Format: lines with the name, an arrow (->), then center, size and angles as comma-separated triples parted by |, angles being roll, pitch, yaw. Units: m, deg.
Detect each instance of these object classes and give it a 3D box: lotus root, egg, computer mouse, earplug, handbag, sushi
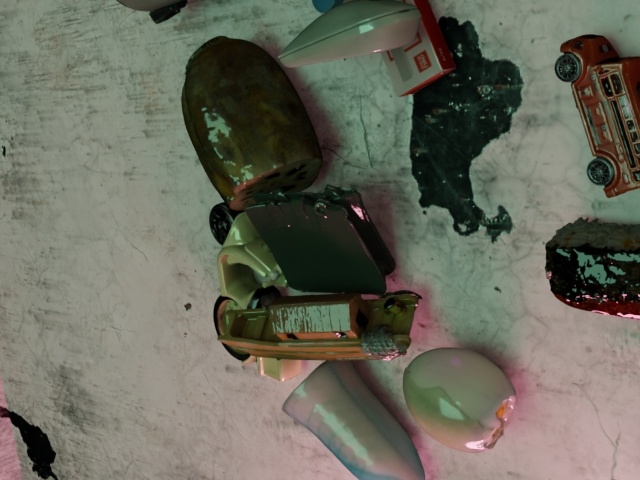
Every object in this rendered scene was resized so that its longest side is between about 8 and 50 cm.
lotus root -> -0.156, -0.248, 2.031 | 0.250, 0.250, 0.346 | -39, 74, 45
egg -> 0.249, 0.288, 1.839 | 0.217, 0.183, 0.183 | 26, 121, 26
computer mouse -> 0.048, -0.375, 1.761 | 0.288, 0.159, 0.097 | 2, 111, 46
earplug -> 0.093, 0.407, 2.066 | 0.324, 0.185, 0.185 | 46, 131, 14
handbag -> 0.001, -0.001, 1.964 | 0.247, 0.079, 0.260 | 2, 138, 34
sushi -> 0.471, 0.041, 1.572 | 0.225, 0.136, 0.126 | 13, 121, 37

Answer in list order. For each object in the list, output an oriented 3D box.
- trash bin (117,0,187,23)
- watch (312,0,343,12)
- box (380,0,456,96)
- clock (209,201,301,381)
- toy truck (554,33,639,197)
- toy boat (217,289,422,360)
trash bin -> -0.312, -0.614, 2.072 | 0.262, 0.217, 0.277 | -3, 123, 45
watch -> -0.023, -0.534, 1.800 | 0.211, 0.193, 0.211 | -3, 87, 56
box -> 0.152, -0.390, 1.804 | 0.123, 0.050, 0.229 | -25, 86, 46
clock -> -0.143, 0.112, 2.233 | 0.276, 0.120, 0.379 | 21, 122, 42
toy truck -> 0.459, -0.202, 1.521 | 0.114, 0.107, 0.252 | -14, 95, 46
toy boat -> -0.010, 0.175, 1.993 | 0.445, 0.162, 0.136 | -6, 56, 32
